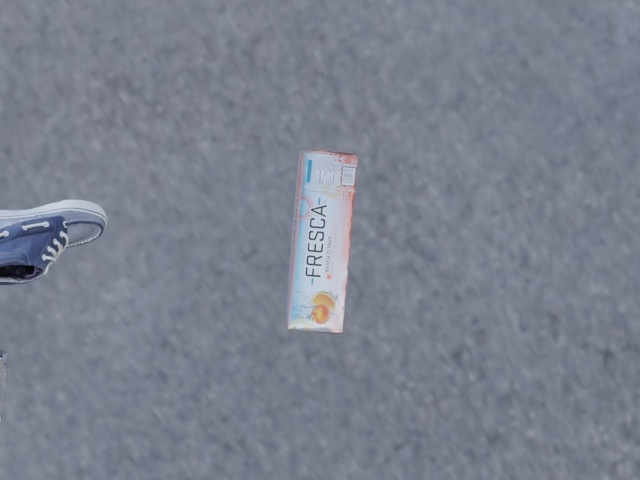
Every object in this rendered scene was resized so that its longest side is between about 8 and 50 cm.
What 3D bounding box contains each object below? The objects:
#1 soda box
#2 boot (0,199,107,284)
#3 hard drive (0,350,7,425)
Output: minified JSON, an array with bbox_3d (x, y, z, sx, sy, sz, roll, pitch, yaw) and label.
[{"bbox_3d":[0.000,0.000,1.765,0.058,0.063,0.183,5,93,-5],"label":"soda box"},{"bbox_3d":[-0.316,0.009,1.972,0.190,0.069,0.086,-8,50,-34],"label":"boot"},{"bbox_3d":[-0.376,0.278,1.564,0.064,0.237,0.339,13,103,15],"label":"hard drive"}]
